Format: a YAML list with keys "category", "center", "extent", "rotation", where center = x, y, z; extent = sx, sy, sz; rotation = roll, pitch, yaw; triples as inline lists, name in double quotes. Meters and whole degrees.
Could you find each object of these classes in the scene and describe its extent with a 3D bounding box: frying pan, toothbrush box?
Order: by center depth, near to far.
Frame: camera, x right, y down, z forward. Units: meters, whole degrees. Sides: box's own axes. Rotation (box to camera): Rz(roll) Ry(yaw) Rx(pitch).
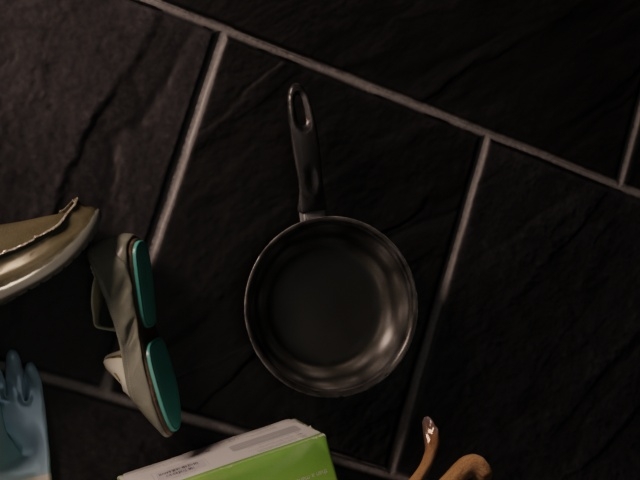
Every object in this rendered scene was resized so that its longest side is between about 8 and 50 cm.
- category: "toothbrush box"
  center: [-0.069, 0.352, 0.998]
  extent: [0.206, 0.122, 0.283]
  rotation: [-15, 93, -17]
- category: "frying pan"
  center: [-0.023, 0.018, 1.064]
  extent: [0.197, 0.053, 0.326]
  rotation: [-33, 95, -16]

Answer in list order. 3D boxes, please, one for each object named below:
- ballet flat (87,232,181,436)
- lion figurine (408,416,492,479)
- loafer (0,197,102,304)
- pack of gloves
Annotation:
- category: "ballet flat"
  center: [-0.196, 0.100, 1.007]
  extent: [0.068, 0.072, 0.213]
  rotation: [-11, 90, 10]
- category: "lion figurine"
  center: [0.129, 0.415, 1.056]
  extent: [0.240, 0.142, 0.392]
  rotation: [-30, 90, -18]
- category: "loafer"
  center: [-0.330, 0.024, 0.945]
  extent: [0.251, 0.094, 0.087]
  rotation: [-33, 102, -16]
- category: "pack of gloves"
  center: [-0.362, 0.225, 0.952]
  extent: [0.195, 0.046, 0.232]
  rotation: [-8, 90, -18]
